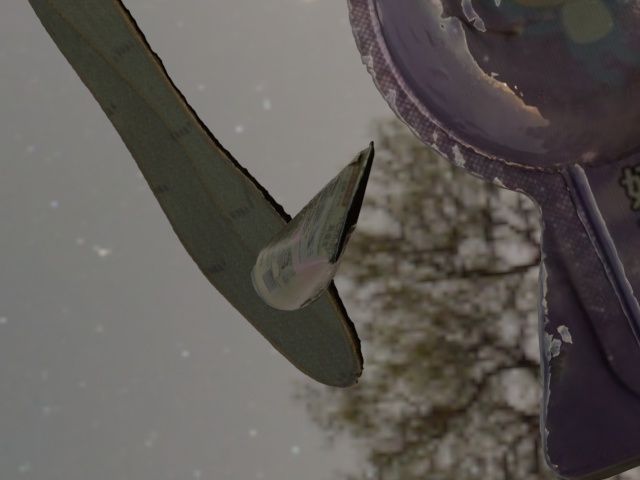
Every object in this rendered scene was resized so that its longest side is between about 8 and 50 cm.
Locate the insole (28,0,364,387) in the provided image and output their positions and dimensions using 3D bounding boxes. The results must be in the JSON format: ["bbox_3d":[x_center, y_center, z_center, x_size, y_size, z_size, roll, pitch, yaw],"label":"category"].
[{"bbox_3d":[-0.084,-0.049,1.027,0.009,0.119,0.348,-39,-81,-34],"label":"insole"}]

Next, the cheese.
[{"bbox_3d":[0.069,-0.042,0.423,0.042,0.105,0.190,66,-178,-73],"label":"cheese"}]

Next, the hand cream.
[{"bbox_3d":[0.000,0.000,0.814,0.143,0.039,0.061,135,158,-70],"label":"hand cream"}]
